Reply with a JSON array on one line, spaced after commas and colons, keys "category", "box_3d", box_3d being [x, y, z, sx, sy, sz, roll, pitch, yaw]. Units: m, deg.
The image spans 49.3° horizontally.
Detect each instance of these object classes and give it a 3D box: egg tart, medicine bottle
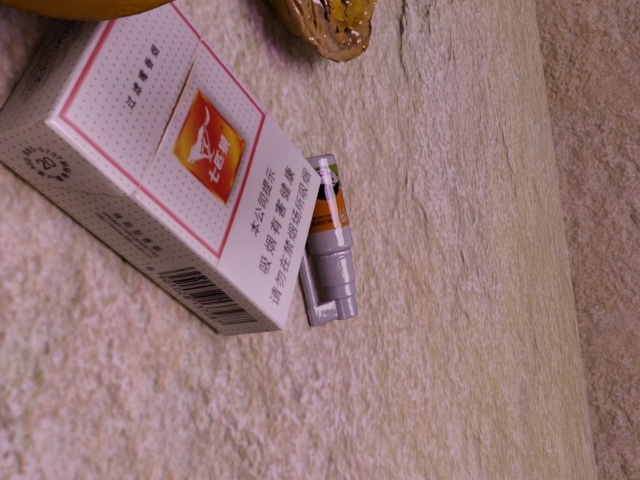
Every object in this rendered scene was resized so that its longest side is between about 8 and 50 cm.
[{"category": "egg tart", "box_3d": [-0.013, -0.385, 0.968, 0.290, 0.107, 0.291, 17, 70, -60]}, {"category": "medicine bottle", "box_3d": [0.000, 0.000, 0.932, 0.092, 0.061, 0.221, -16, 96, -34]}]

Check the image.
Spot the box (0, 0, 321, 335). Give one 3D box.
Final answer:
[{"category": "box", "box_3d": [-0.135, -0.074, 0.690, 0.330, 0.095, 0.210, 47, 44, -41]}]

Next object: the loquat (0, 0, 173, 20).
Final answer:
[{"category": "loquat", "box_3d": [-0.192, -0.330, 0.483, 0.328, 0.328, 0.359, 54, -4, -37]}]
